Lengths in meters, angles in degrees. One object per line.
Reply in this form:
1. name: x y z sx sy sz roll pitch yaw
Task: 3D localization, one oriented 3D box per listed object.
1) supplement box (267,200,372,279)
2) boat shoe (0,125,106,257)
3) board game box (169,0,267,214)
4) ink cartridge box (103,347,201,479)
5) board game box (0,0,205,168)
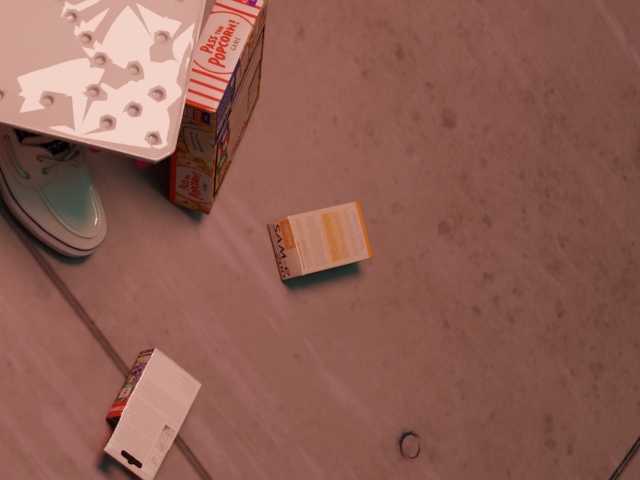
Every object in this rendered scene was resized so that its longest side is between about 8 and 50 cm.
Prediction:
1. supplement box: 0.000 0.000 2.000 0.098 0.036 0.062 -12 88 -40
2. boat shoe: -0.258 -0.084 1.785 0.083 0.076 0.226 -45 108 -36
3. board game box: -0.096 -0.134 1.861 0.045 0.193 0.147 19 62 5
4. ink cartridge box: -0.162 0.164 1.835 0.063 0.029 0.115 41 58 -25
5. board game box: -0.287 -0.284 1.734 0.390 0.050 0.390 14 69 -11
